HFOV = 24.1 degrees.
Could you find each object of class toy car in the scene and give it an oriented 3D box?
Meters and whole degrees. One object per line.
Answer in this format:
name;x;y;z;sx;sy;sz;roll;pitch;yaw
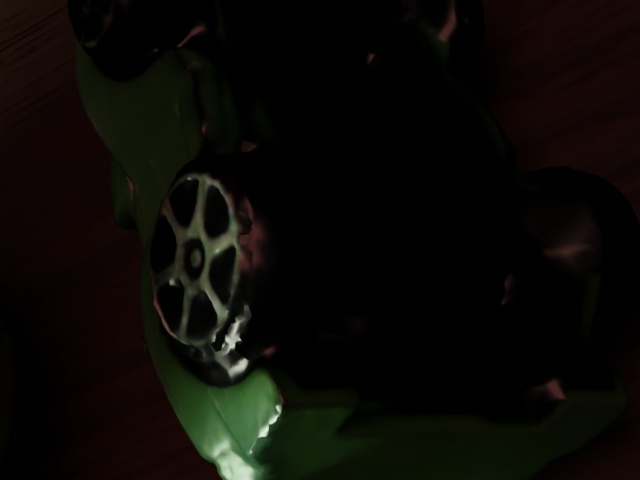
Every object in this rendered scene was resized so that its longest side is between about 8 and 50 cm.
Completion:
toy car;0.000;0.000;0.704;0.176;0.213;0.358;-57;45;37

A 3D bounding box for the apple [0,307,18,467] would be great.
apple;-0.318;0.137;0.746;0.384;0.374;0.374;-19;53;-28
